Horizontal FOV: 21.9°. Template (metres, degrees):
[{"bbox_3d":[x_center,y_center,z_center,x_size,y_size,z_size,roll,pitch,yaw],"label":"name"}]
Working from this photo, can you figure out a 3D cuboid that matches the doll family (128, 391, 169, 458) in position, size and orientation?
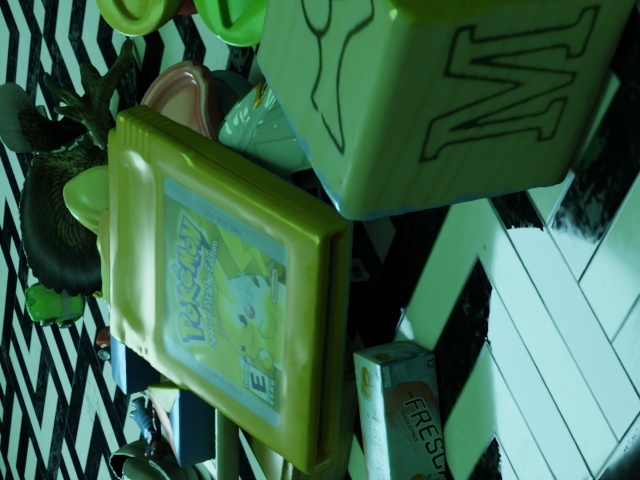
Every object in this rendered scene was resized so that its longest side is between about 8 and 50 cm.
[{"bbox_3d":[-0.224,0.215,2.280,0.111,0.076,0.193,46,146,47],"label":"doll family"}]

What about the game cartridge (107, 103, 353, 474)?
[{"bbox_3d":[-0.102,0.044,1.649,0.324,0.053,0.285,28,128,36],"label":"game cartridge"}]

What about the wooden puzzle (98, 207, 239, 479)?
[{"bbox_3d":[-0.182,0.095,1.909,0.348,0.081,0.322,-132,37,-53],"label":"wooden puzzle"}]

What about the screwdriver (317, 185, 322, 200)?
[{"bbox_3d":[0.000,0.000,1.692,0.025,0.024,0.170,-74,-17,-71],"label":"screwdriver"}]

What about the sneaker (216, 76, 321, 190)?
[{"bbox_3d":[0.005,-0.137,1.553,0.121,0.099,0.262,46,141,9],"label":"sneaker"}]

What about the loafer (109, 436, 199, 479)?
[{"bbox_3d":[-0.233,0.351,2.336,0.251,0.087,0.094,-154,56,-63],"label":"loafer"}]

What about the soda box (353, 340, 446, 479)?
[{"bbox_3d":[0.077,0.189,1.543,0.063,0.058,0.183,-159,60,-64],"label":"soda box"}]

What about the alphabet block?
[{"bbox_3d":[0.083,-0.157,1.187,0.197,0.193,0.192,105,145,-47],"label":"alphabet block"}]

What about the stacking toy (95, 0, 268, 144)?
[{"bbox_3d":[-0.087,-0.206,1.762,0.279,0.130,0.309,-8,96,42],"label":"stacking toy"}]

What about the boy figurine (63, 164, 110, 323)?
[{"bbox_3d":[-0.258,0.033,2.139,0.177,0.092,0.285,-84,-16,-51],"label":"boy figurine"}]

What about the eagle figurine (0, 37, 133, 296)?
[{"bbox_3d":[-0.327,-0.091,2.234,0.225,0.226,0.298,49,144,16],"label":"eagle figurine"}]

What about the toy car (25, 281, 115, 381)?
[{"bbox_3d":[-0.331,0.093,2.352,0.053,0.225,0.239,-23,75,25],"label":"toy car"}]

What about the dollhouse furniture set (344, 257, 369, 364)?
[{"bbox_3d":[0.033,0.057,1.655,0.081,0.091,0.114,-8,121,29],"label":"dollhouse furniture set"}]

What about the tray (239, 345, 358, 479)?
[{"bbox_3d":[-0.080,0.090,1.862,0.411,0.076,0.202,-122,30,-44],"label":"tray"}]
